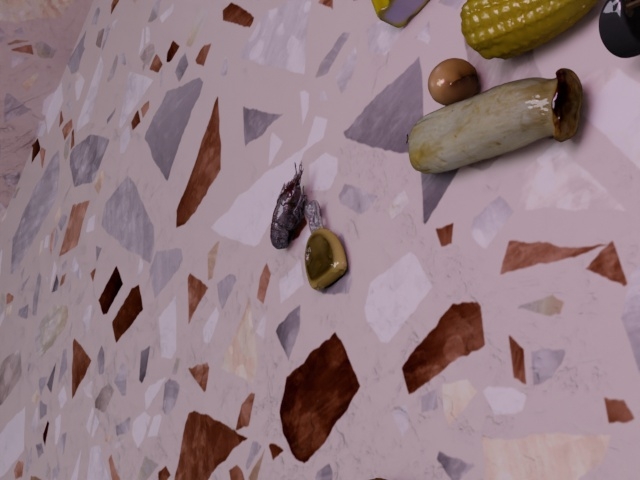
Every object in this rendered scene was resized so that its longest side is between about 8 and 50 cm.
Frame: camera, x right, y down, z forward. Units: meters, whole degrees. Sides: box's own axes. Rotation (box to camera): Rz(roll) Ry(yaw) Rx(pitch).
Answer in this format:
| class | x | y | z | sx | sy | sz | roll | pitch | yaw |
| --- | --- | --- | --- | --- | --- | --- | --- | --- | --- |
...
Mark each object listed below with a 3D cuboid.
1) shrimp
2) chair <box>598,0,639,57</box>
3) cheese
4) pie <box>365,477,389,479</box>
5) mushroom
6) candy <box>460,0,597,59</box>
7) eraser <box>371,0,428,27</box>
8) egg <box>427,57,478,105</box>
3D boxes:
| class | x | y | z | sx | sy | sz | roll | pitch | yaw |
| --- | --- | --- | --- | --- | --- | --- | --- | --- | --- |
| shrimp | -0.053 | -0.063 | 1.760 | 0.057 | 0.065 | 0.165 | 23 | 91 | 22 |
| chair | 0.442 | -0.292 | 1.156 | 0.222 | 0.104 | 0.095 | -15 | 39 | 45 |
| cheese | 0.001 | 0.000 | 1.679 | 0.086 | 0.036 | 0.162 | -41 | 48 | 36 |
| pie | 0.079 | 0.464 | 1.367 | 0.273 | 0.069 | 0.273 | -24 | 59 | 49 |
| mushroom | 0.239 | -0.164 | 1.384 | 0.312 | 0.081 | 0.100 | -12 | 62 | 53 |
| candy | 0.295 | -0.318 | 1.349 | 0.199 | 0.106 | 0.094 | -13 | 49 | 47 |
| eraser | 0.136 | -0.487 | 1.655 | 0.158 | 0.069 | 0.226 | -43 | 45 | 33 |
| egg | 0.195 | -0.235 | 1.466 | 0.071 | 0.083 | 0.071 | 18 | 115 | 43 |
